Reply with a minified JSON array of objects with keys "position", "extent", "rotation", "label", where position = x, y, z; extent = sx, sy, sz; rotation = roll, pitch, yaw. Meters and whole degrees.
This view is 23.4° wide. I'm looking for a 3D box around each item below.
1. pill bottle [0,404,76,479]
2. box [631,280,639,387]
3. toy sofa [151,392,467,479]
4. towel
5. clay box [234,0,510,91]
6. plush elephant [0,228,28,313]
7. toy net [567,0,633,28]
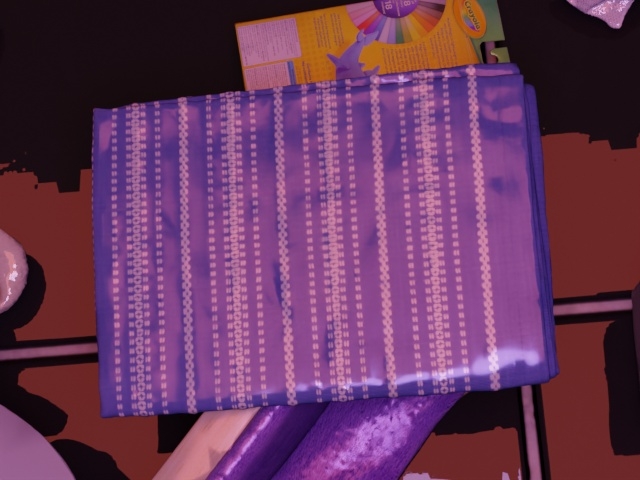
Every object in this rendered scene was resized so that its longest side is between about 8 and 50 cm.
[{"position":[-0.326,0.285,1.074],"extent":[0.210,0.210,0.363],"rotation":[39,109,10],"label":"pill bottle"},{"position":[0.370,0.078,1.195],"extent":[0.232,0.148,0.127],"rotation":[-3,77,1],"label":"box"},{"position":[-0.023,0.159,1.190],"extent":[0.177,0.150,0.362],"rotation":[36,81,10],"label":"toy sofa"},{"position":[0.000,0.000,1.137],"extent":[0.336,0.040,0.243],"rotation":[-5,76,5],"label":"towel"},{"position":[0.047,-0.135,1.303],"extent":[0.222,0.053,0.127],"rotation":[-9,77,-1],"label":"clay box"},{"position":[-0.363,0.075,1.181],"extent":[0.255,0.330,0.272],"rotation":[16,88,-18],"label":"plush elephant"},{"position":[0.319,-0.235,1.296],"extent":[0.232,0.045,0.122],"rotation":[-3,108,-3],"label":"toy net"}]
